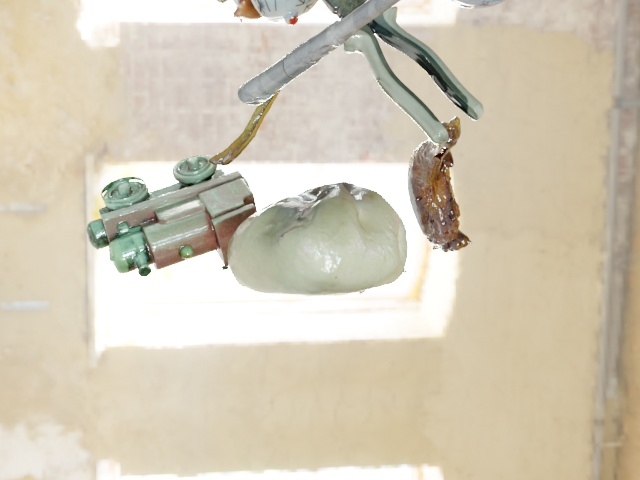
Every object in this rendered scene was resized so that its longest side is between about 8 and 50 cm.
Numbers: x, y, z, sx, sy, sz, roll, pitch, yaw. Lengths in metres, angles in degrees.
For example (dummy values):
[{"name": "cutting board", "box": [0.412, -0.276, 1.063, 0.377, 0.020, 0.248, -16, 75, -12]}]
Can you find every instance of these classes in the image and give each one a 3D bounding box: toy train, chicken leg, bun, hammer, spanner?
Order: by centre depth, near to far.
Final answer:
[{"name": "hammer", "box": [0.042, -0.256, 1.342, 0.427, 0.152, 0.044, -29, -109, 47]}, {"name": "spanner", "box": [0.088, -0.263, 1.522, 0.325, 0.095, 0.040, 51, -16, 19]}, {"name": "bun", "box": [0.000, -0.001, 1.676, 0.273, 0.272, 0.168, -144, -133, -81]}, {"name": "toy train", "box": [-0.254, -0.029, 1.980, 0.221, 0.304, 0.150, -126, -160, -52]}, {"name": "chicken leg", "box": [0.220, -0.115, 2.143, 0.158, 0.095, 0.407, 60, -13, 31]}]

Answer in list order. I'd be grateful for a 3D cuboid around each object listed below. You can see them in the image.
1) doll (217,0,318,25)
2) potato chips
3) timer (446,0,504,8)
[{"name": "doll", "box": [-0.120, -0.412, 1.713, 0.215, 0.256, 0.161, 45, 56, -62]}, {"name": "potato chips", "box": [-0.115, -0.203, 1.889, 0.204, 0.037, 0.026, -55, 172, -10]}, {"name": "timer", "box": [0.248, -0.406, 1.471, 0.175, 0.255, 0.175, 41, 36, -40]}]
